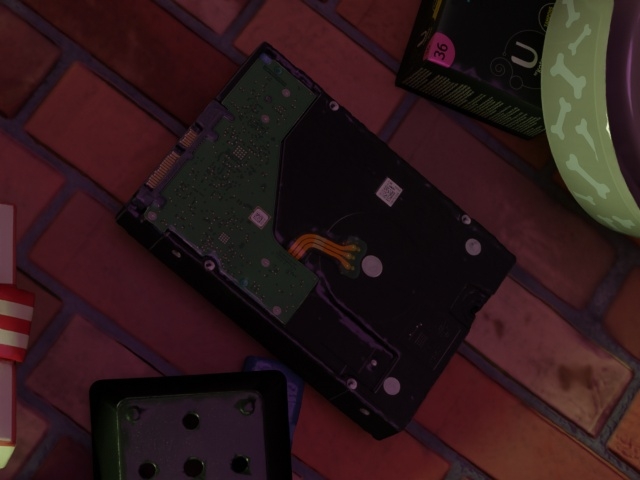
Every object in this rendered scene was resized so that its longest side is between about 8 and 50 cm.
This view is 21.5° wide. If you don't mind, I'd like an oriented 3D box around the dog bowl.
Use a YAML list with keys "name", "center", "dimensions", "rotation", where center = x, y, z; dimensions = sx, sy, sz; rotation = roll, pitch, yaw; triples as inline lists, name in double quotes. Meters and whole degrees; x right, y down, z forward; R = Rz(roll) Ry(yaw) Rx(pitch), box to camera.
- name: "dog bowl"
  center: [0.357, -0.157, 1.714]
  dimensions: [0.349, 0.102, 0.348]
  rotation: [-1, 92, -43]

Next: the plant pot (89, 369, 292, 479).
- name: "plant pot"
  center: [-0.115, 0.205, 1.507]
  dimensions: [0.188, 0.167, 0.187]
  rotation: [-3, 80, -4]

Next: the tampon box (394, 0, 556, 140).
- name: "tampon box"
  center: [0.179, -0.194, 1.728]
  dimensions: [0.161, 0.101, 0.120]
  rotation: [21, 74, -13]

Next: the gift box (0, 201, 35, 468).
- name: "gift box"
  center: [-0.389, 0.078, 1.382]
  dimensions: [0.255, 0.258, 0.276]
  rotation: [3, 60, -24]

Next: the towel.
- name: "towel"
  center: [-0.056, 0.174, 1.623]
  dimensions: [0.067, 0.029, 0.119]
  rotation: [17, 76, -14]

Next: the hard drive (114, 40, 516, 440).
- name: "hard drive"
  center: [0.000, 0.000, 1.640]
  dimensions: [0.339, 0.064, 0.237]
  rotation: [40, 62, -8]
